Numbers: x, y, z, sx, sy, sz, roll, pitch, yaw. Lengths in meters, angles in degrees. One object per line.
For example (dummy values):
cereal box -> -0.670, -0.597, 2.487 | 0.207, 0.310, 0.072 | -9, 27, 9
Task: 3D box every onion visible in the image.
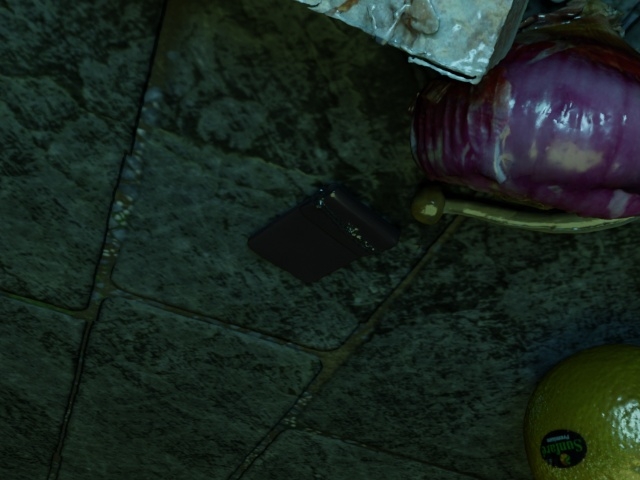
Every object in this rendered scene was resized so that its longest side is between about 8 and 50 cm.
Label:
onion -> 0.181, -0.102, 0.559 | 0.230, 0.230, 0.163 | 13, 104, -5

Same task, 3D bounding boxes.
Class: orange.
orange -> 0.363, 0.241, 0.907 | 0.236, 0.236, 0.236 | 6, 142, 4

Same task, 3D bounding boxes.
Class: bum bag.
bum bag -> 0.000, 0.000, 0.830 | 0.109, 0.026, 0.159 | 33, 136, -28

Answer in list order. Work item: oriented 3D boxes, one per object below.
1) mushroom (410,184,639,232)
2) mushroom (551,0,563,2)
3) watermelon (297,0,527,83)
mushroom -> 0.244, -0.036, 0.733 | 0.306, 0.043, 0.068 | -2, 160, 11
mushroom -> 0.218, -0.233, 0.482 | 0.059, 0.054, 0.202 | 28, 144, -14
watermelon -> -0.014, -0.211, 0.442 | 0.305, 0.180, 0.224 | 23, 157, 11
